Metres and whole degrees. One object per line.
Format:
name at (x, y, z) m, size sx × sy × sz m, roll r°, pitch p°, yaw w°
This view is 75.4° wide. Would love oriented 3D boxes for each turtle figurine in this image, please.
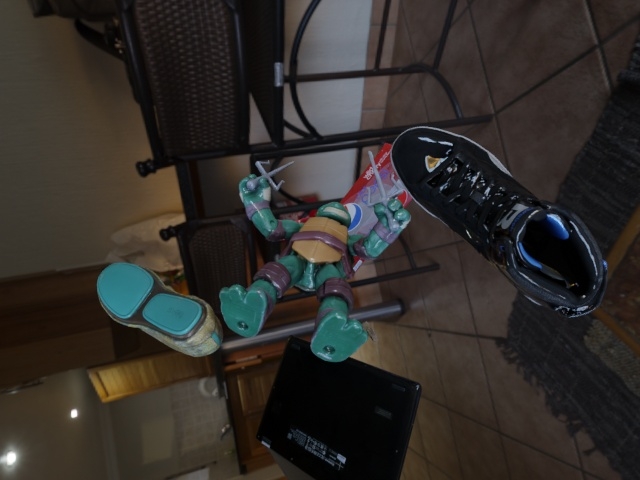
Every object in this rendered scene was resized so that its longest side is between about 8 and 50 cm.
turtle figurine at (0.000, 0.000, 0.409) m, size 0.234 × 0.175 × 0.118 m, roll -72°, pitch -22°, yaw -51°

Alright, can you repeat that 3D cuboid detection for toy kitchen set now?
toy kitchen set at (0.123, 0.291, 1.308) m, size 0.068 × 0.083 × 0.075 m, roll 67°, pitch 172°, yaw -25°

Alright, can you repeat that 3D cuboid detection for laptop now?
laptop at (0.064, 0.485, 0.968) m, size 0.381 × 0.236 × 0.408 m, roll 8°, pitch 76°, yaw 42°

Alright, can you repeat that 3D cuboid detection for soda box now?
soda box at (0.103, -0.066, 0.864) m, size 0.092 × 0.263 × 0.083 m, roll 39°, pitch -179°, yaw 42°

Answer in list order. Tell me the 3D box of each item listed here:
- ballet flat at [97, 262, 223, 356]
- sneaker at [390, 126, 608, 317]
ballet flat at (-0.325, 0.142, 0.833) m, size 0.348 × 0.123 × 0.123 m, roll 15°, pitch 118°, yaw 34°
sneaker at (0.140, -0.033, 0.338) m, size 0.217 × 0.079 × 0.121 m, roll 46°, pitch -170°, yaw 15°
